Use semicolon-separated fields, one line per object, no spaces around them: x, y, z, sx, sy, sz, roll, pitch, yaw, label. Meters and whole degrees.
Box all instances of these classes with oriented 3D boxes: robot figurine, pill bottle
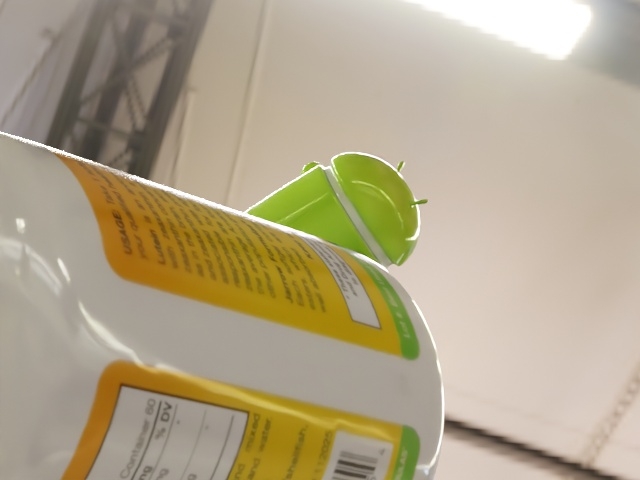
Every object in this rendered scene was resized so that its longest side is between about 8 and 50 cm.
0.000;0.000;0.914;0.115;0.101;0.067;-32;-55;5;robot figurine
-0.085;0.042;0.575;0.136;0.136;0.245;-30;-32;33;pill bottle
